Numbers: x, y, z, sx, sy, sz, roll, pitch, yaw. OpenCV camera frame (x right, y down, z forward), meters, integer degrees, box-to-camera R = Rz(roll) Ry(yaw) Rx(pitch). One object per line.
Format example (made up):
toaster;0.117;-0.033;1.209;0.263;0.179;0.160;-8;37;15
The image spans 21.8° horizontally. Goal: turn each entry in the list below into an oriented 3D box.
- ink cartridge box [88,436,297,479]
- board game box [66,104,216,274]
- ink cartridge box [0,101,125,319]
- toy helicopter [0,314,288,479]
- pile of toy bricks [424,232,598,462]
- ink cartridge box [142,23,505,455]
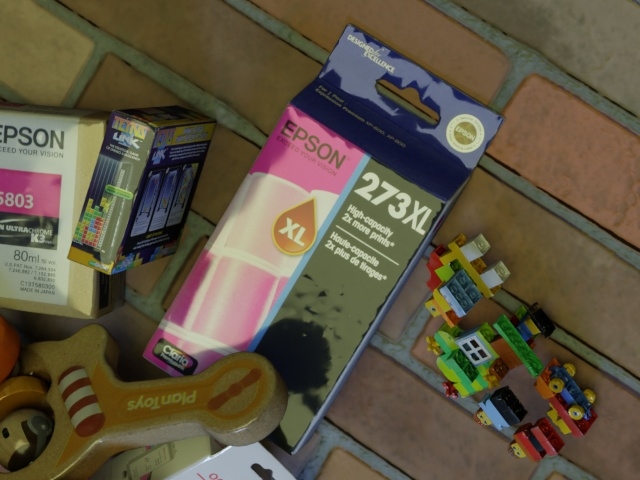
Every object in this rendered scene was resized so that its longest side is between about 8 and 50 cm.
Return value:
ink cartridge box;-0.122;0.235;1.567;0.198;0.067;0.115;-29;129;14
board game box;-0.161;-0.050;1.515;0.048;0.170;0.141;19;100;12
ink cartridge box;-0.305;-0.035;1.593;0.235;0.088;0.193;6;99;13
toy helicopter;-0.197;0.175;1.489;0.355;0.140;0.235;-11;50;22
pile of toy bricks;0.147;0.111;1.508;0.105;0.118;0.212;-29;100;46
ink cartridge box;0.000;0.000;1.542;0.176;0.069;0.371;32;100;8
